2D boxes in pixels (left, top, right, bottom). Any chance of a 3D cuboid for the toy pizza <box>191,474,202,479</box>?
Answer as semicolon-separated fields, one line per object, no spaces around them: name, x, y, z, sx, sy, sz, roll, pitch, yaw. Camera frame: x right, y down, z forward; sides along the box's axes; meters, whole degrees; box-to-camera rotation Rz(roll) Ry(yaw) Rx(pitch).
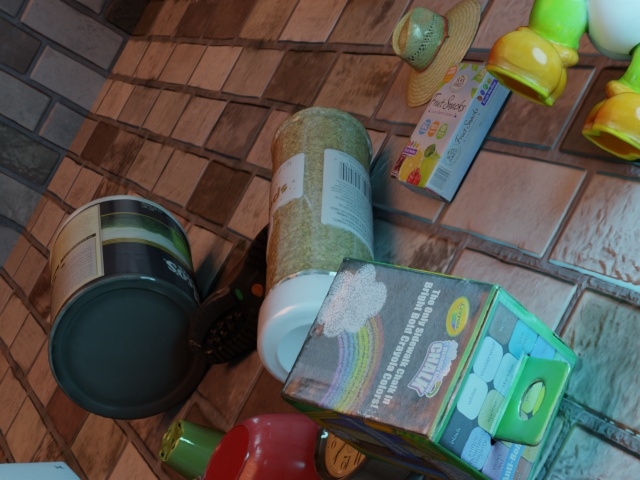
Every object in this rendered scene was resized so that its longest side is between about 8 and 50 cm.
toy pizza;-0.147;0.338;1.498;0.201;0.032;0.201;-170;90;-83

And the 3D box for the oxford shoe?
oxford shoe;-0.078;0.059;1.763;0.227;0.083;0.096;-50;4;25

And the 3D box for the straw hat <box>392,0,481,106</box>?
straw hat;0.117;-0.230;1.686;0.144;0.061;0.144;-49;23;30

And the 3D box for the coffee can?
coffee can;-0.259;0.082;1.949;0.201;0.201;0.275;-55;21;14

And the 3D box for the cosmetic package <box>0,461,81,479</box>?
cosmetic package;-0.309;0.388;1.587;0.224;0.138;0.225;31;108;48

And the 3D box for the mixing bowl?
mixing bowl;-0.052;0.235;1.421;0.181;0.098;0.181;-47;24;29

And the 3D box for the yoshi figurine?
yoshi figurine;0.290;-0.254;1.167;0.362;0.203;0.203;-58;37;0

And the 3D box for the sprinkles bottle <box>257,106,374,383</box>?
sprinkles bottle;0.000;0.000;1.574;0.121;0.121;0.355;-48;24;31

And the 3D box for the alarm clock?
alarm clock;0.045;0.185;1.309;0.129;0.064;0.192;-14;48;62

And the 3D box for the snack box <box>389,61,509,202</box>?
snack box;0.134;-0.114;1.527;0.141;0.037;0.100;-61;22;-1

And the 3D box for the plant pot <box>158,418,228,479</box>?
plant pot;-0.134;0.237;1.633;0.083;0.079;0.083;-48;25;31

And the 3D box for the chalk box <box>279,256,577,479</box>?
chalk box;0.103;0.110;1.139;0.213;0.132;0.132;12;70;44
